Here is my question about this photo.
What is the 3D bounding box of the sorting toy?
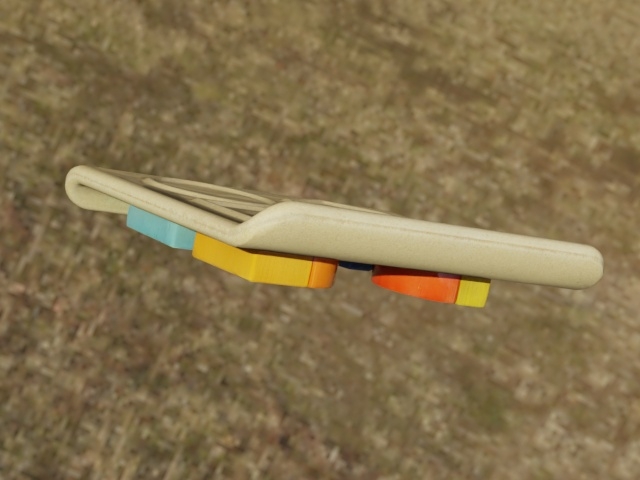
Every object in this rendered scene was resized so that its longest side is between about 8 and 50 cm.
[{"bbox_3d":[0.000,0.000,0.736,0.193,0.038,0.208,8,2,-33],"label":"sorting toy"}]
